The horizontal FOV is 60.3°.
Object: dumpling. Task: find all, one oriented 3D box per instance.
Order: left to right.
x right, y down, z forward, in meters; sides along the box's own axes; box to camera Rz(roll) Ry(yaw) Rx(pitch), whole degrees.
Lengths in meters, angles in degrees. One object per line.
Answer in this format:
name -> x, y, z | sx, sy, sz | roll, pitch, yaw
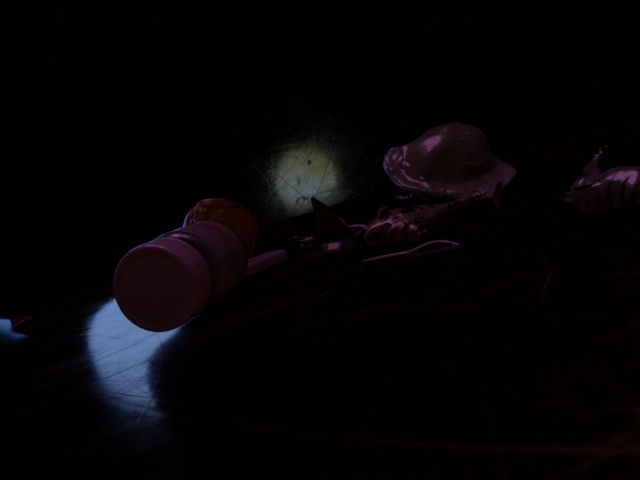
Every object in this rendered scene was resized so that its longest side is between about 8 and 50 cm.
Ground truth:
dumpling -> 0.335, -0.203, 1.441 | 0.320, 0.212, 0.270 | -29, 9, 2

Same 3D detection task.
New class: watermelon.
watermelon -> 0.016, 0.032, 0.893 | 0.110, 0.078, 0.078 | -15, 7, 33

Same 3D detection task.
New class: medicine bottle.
medicine bottle -> -0.248, 0.057, 1.027 | 0.165, 0.165, 0.273 | -17, 6, 11

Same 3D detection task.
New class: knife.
knife -> 0.136, 0.023, 0.878 | 0.184, 0.022, 0.026 | -14, 33, 25

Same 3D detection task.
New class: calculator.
calculator -> -0.159, 0.060, 1.352 | 0.174, 0.032, 0.100 | -23, 8, -38

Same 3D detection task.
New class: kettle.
kettle -> -0.583, 0.211, 0.898 | 0.202, 0.144, 0.232 | -50, 3, -4

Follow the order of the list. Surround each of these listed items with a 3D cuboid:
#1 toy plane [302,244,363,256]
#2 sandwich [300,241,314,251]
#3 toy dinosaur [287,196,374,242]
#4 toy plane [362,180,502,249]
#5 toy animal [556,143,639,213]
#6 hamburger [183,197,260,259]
toy plane -> 0.016, 0.022, 1.163 | 0.145, 0.037, 0.060 | -11, 5, 41
sandwich -> -0.003, 0.001, 1.445 | 0.101, 0.026, 0.069 | -18, 7, 8
toy dinosaur -> 0.018, -0.048, 1.267 | 0.206, 0.113, 0.327 | -12, -1, 30
toy plane -> 0.211, -0.050, 1.042 | 0.286, 0.092, 0.108 | -21, 28, -18
toy animal -> 0.409, -0.074, 0.737 | 0.176, 0.074, 0.216 | -40, 13, -32
hamburger -> -0.265, -0.005, 1.443 | 0.213, 0.214, 0.108 | -21, 11, -27
